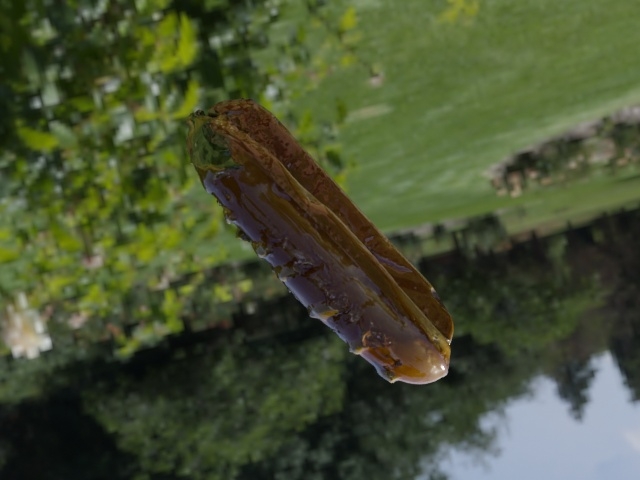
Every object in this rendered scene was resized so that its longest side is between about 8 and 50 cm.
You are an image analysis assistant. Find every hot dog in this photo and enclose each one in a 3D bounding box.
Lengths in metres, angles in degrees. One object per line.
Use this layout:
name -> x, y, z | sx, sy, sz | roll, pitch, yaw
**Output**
hot dog -> 0.000, 0.000, 1.088 | 0.072, 0.269, 0.115 | -39, -172, 27
